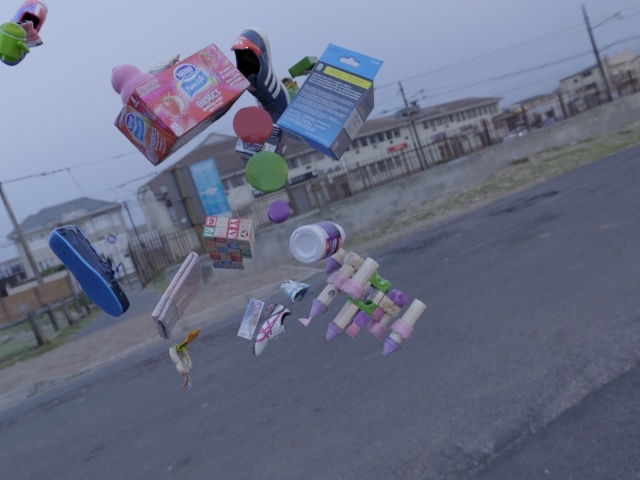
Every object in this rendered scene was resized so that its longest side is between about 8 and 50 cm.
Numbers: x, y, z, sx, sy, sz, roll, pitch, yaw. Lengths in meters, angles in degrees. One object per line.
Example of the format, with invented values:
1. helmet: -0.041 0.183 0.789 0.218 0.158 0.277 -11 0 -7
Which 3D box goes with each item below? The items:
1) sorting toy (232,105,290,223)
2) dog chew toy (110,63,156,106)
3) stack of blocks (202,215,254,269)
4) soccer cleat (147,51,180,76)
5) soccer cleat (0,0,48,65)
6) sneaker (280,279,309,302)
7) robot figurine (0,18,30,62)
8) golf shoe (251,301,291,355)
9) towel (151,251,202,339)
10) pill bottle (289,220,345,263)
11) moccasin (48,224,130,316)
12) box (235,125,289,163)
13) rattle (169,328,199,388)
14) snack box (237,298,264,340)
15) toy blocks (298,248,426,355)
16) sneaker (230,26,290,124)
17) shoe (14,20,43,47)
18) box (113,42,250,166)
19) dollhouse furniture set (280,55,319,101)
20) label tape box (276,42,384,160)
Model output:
1. sorting toy: -0.179 -0.223 1.548 0.127 0.365 0.126 -16 -3 -15
2. dog chew toy: -0.686 -0.562 1.971 0.206 0.332 0.206 -48 3 3
3. stack of blocks: -0.346 0.018 1.952 0.171 0.087 0.297 5 -26 -1
4. soccer cleat: -0.666 -0.718 2.074 0.196 0.076 0.068 -45 9 3
5. soccer cleat: -1.154 -0.784 1.915 0.318 0.116 0.108 -40 -45 25
6. sneaker: -0.095 0.170 1.790 0.071 0.083 0.191 -58 -11 0
7. robot figurine: -0.885 -0.569 1.427 0.115 0.101 0.067 -62 -16 20
8. golf shoe: -0.163 0.297 1.644 0.086 0.186 0.067 21 -17 10
9. towel: -0.592 0.242 2.109 0.332 0.053 0.317 112 -177 -63
10. pill bottle: 0.000 0.000 1.451 0.108 0.108 0.193 -17 1 26
11. moccasin: -0.715 0.083 1.605 0.138 0.342 0.117 -30 7 33
12. box: -0.229 -0.374 2.021 0.163 0.142 0.247 17 -7 5
13. rattle: -0.518 0.481 2.010 0.143 0.130 0.199 -24 44 -12
14. snack box: -0.304 0.345 2.192 0.064 0.178 0.022 18 -26 1
15. toy blocks: 0.103 0.209 1.543 0.260 0.288 0.309 -53 24 -7
16. sneaker: -0.214 -0.532 1.708 0.131 0.350 0.148 3 43 31
17. shoe: -1.032 -0.707 1.718 0.178 0.081 0.063 9 39 30
18. box: -0.283 -0.287 1.042 0.128 0.122 0.257 -30 17 47
19. dollhouse furniture set: -0.100 -0.588 2.053 0.301 0.197 0.151 -28 11 25
20. label tape box: 0.045 -0.464 1.671 0.333 0.240 0.106 -57 -29 -3
